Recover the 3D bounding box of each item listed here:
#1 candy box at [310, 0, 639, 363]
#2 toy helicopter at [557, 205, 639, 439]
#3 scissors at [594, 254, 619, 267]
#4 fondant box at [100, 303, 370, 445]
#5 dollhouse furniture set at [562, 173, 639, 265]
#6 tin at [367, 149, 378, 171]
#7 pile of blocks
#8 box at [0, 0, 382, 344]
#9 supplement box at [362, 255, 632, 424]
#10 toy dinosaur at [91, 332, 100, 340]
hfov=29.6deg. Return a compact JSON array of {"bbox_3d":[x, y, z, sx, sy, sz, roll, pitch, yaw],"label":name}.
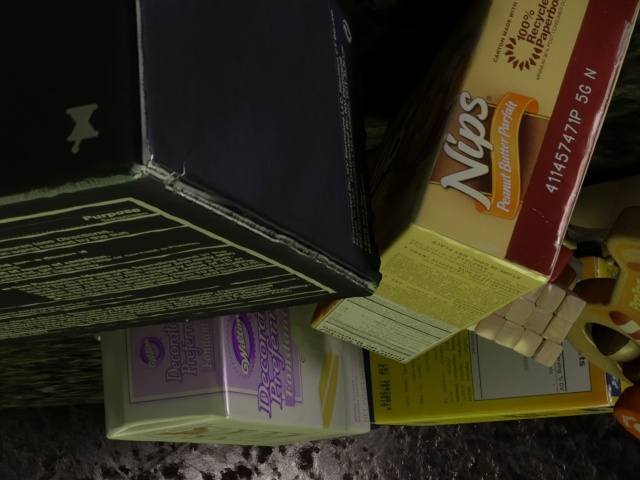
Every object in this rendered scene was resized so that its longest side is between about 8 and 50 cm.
[{"bbox_3d":[0.086,-0.036,0.796,0.088,0.183,0.316,23,164,-3],"label":"candy box"},{"bbox_3d":[0.293,0.053,1.164,0.235,0.140,0.355,32,164,21],"label":"toy helicopter"},{"bbox_3d":[0.447,0.002,1.565,0.109,0.021,0.297,0,165,-16],"label":"scissors"},{"bbox_3d":[-0.059,0.035,0.948,0.096,0.238,0.330,-10,167,18],"label":"fondant box"},{"bbox_3d":[0.342,0.013,1.199,0.356,0.173,0.303,-13,165,28],"label":"dollhouse furniture set"},{"bbox_3d":[0.110,-0.065,1.051,0.190,0.040,0.106,-16,160,37],"label":"tin"},{"bbox_3d":[0.151,-0.007,1.101,0.149,0.112,0.362,30,-170,-4],"label":"pile of blocks"},{"bbox_3d":[-0.154,-0.059,0.605,0.296,0.182,0.294,-9,168,17],"label":"box"},{"bbox_3d":[0.246,0.149,1.674,0.357,0.194,0.195,-8,168,28],"label":"supplement box"},{"bbox_3d":[-0.123,0.084,1.468,0.322,0.164,0.218,-26,179,8],"label":"toy dinosaur"}]
